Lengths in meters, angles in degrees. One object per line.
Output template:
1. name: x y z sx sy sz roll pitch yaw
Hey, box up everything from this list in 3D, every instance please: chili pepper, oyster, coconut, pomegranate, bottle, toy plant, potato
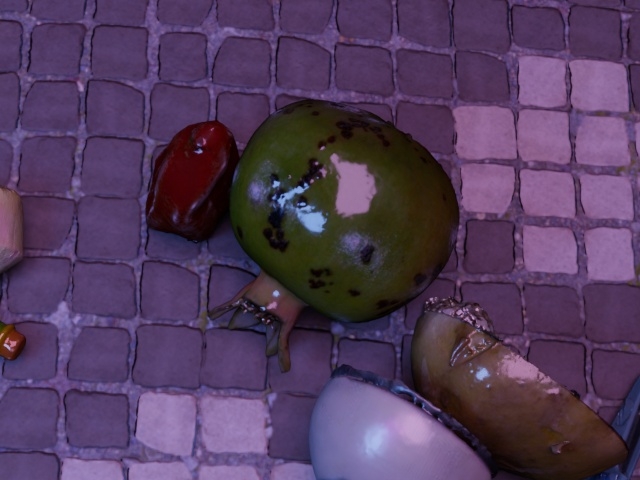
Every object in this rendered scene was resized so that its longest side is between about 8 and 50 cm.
1. chili pepper: -0.157 -0.080 1.651 0.144 0.252 0.136 -23 85 -7
2. oyster: 0.181 0.116 1.740 0.100 0.037 0.098 -1 70 -8
3. coconut: -0.419 -0.004 1.660 0.116 0.116 0.122 3 72 -7
4. pomegranate: -0.001 -0.015 1.635 0.323 0.291 0.291 -40 80 -13
5. bottle: -0.443 0.087 1.644 0.187 0.069 0.069 28 69 3
6. toy plant: 0.027 0.339 1.544 0.247 0.247 0.332 32 71 4
7. potato: 0.215 0.209 1.606 0.299 0.239 0.116 36 71 -4

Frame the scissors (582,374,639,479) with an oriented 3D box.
1. scissors: 0.344 0.312 1.657 0.180 0.032 0.393 7 51 39
